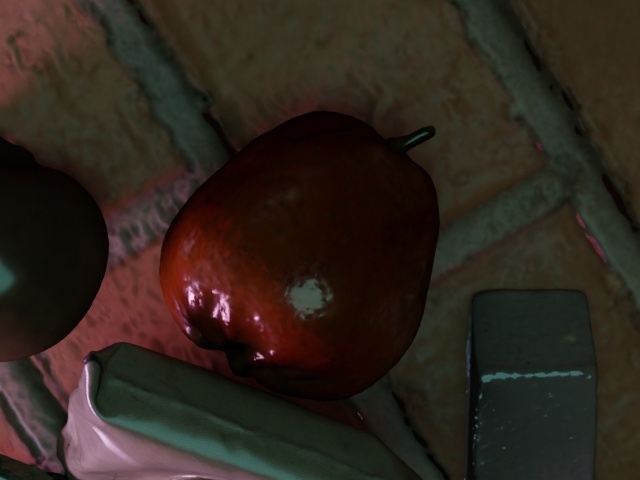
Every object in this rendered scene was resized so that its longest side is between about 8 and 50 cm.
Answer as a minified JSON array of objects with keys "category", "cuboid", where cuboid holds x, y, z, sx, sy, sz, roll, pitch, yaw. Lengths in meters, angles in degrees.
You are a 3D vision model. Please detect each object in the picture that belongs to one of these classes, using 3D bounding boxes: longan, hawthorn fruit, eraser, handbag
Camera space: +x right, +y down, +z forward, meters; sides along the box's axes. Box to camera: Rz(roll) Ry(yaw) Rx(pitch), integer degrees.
[{"category":"longan","cuboid":[-0.272,0.001,1.674,0.185,0.159,0.204,-10,70,-15]},{"category":"hawthorn fruit","cuboid":[0.000,0.000,1.655,0.224,0.224,0.261,38,82,-12]},{"category":"eraser","cuboid":[0.186,0.221,1.791,0.111,0.077,0.352,-2,107,-4]},{"category":"handbag","cuboid":[-0.070,0.191,1.706,0.316,0.253,0.109,20,65,-7]}]

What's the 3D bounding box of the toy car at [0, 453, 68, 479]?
[{"category":"toy car","cuboid":[-0.189,0.315,1.800,0.320,0.097,0.141,25,106,-9]}]
